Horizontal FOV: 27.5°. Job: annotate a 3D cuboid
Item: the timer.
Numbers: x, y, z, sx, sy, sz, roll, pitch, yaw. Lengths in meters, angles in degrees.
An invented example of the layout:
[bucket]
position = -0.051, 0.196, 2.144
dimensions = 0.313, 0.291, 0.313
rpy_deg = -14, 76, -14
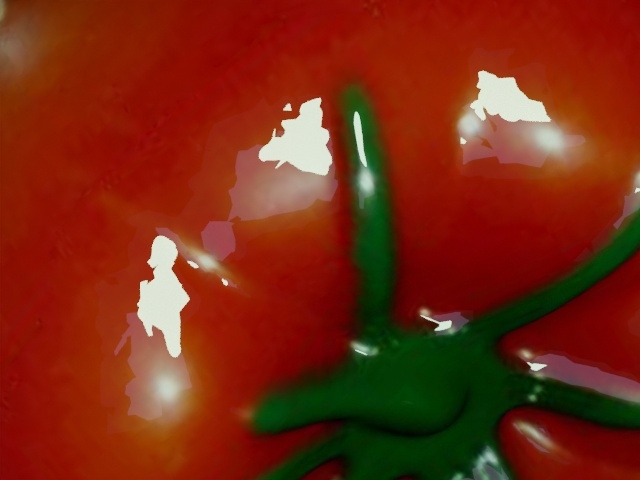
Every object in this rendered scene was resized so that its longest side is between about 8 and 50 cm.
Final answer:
[timer]
position = 0.000, 0.000, 0.544
dimensions = 0.378, 0.279, 0.378
rpy_deg = -11, 127, -15
